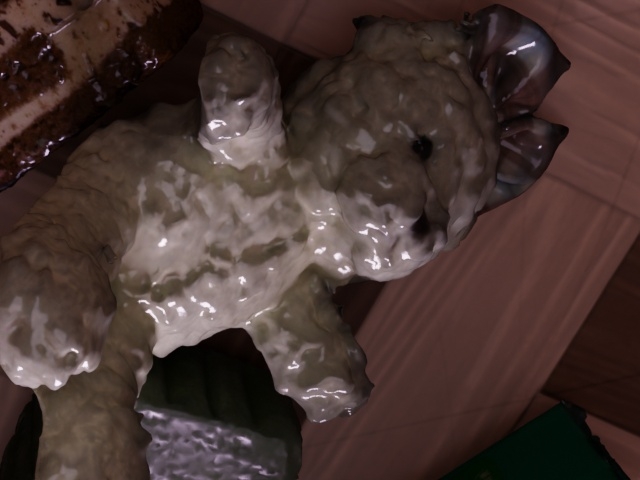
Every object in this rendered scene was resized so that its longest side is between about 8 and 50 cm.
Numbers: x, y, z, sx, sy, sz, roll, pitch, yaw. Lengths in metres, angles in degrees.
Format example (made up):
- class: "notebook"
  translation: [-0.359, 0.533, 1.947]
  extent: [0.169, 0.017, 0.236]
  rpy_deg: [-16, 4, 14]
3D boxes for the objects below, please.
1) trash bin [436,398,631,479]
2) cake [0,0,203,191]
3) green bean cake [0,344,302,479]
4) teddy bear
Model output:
- class: "trash bin"
  translation: [0.130, 0.342, 1.411]
  extent: [0.381, 0.259, 0.295]
  rpy_deg: [-38, 113, 4]
- class: "cake"
  translation: [-0.196, -0.132, 1.270]
  extent: [0.246, 0.135, 0.112]
  rpy_deg: [-34, 104, 37]
- class: "green bean cake"
  translation: [-0.143, 0.189, 1.369]
  extent: [0.222, 0.125, 0.227]
  rpy_deg: [16, 111, -18]
- class: "teddy bear"
  translation: [0.000, 0.000, 1.212]
  extent: [0.362, 0.375, 0.327]
  rpy_deg: [-4, 123, 7]
